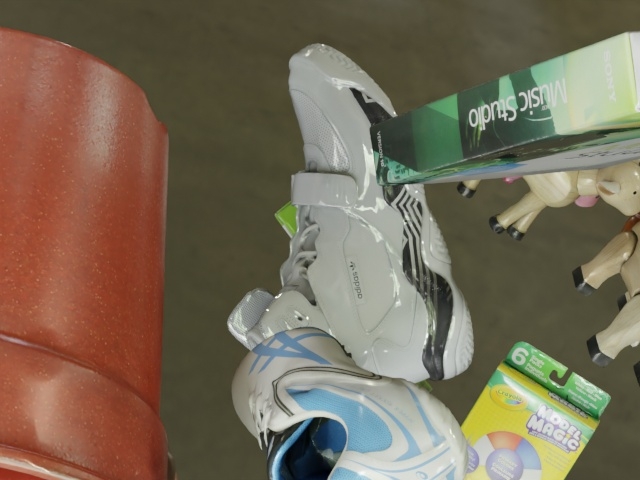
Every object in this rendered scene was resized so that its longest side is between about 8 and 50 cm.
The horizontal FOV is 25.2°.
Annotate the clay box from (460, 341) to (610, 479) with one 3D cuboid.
[{"bbox_3d":[0.213,0.235,1.595,0.127,0.222,0.053,32,16,11],"label":"clay box"}]

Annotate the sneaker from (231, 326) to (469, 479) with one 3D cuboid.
[{"bbox_3d":[-0.007,0.103,0.799,0.086,0.085,0.237,-19,11,-22],"label":"sneaker"}]

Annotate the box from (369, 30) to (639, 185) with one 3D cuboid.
[{"bbox_3d":[0.214,-0.095,1.055,0.232,0.058,0.322,-6,-5,-28],"label":"box"}]

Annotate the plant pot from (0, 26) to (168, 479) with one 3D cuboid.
[{"bbox_3d":[-0.200,0.040,0.822,0.272,0.272,0.265,11,60,-12],"label":"plant pot"}]

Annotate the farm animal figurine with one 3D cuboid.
[{"bbox_3d":[0.322,-0.007,1.434,0.330,0.172,0.327,16,43,-39],"label":"farm animal figurine"}]

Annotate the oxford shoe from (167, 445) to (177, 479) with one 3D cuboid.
[{"bbox_3d":[-0.279,0.143,0.976,0.363,0.133,0.130,0,64,-6],"label":"oxford shoe"}]

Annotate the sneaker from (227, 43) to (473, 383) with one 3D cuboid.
[{"bbox_3d":[0.000,0.000,1.418,0.210,0.366,0.137,-24,7,-19],"label":"sneaker"}]

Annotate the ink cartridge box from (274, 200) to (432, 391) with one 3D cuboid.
[{"bbox_3d":[0.074,0.047,1.618,0.255,0.097,0.189,52,5,7],"label":"ink cartridge box"}]
